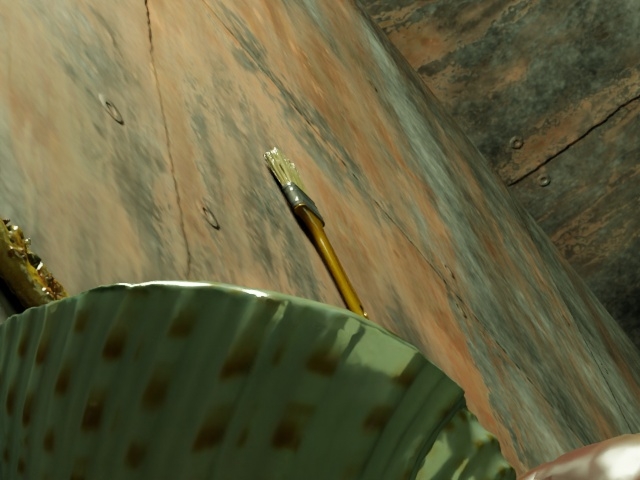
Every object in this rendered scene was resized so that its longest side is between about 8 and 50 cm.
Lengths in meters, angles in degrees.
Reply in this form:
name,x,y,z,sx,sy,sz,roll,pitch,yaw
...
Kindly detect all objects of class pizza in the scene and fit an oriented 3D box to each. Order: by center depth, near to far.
name,x,y,z,sx,sy,sz,roll,pitch,yaw
pizza,-0.123,0.015,0.761,0.083,0.016,0.037,53,5,1

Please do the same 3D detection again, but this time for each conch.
name,x,y,z,sx,sy,sz,roll,pitch,yaw
conch,-0.030,0.100,0.602,0.172,0.200,0.131,57,35,-66

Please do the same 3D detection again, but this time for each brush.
name,x,y,z,sx,sy,sz,roll,pitch,yaw
brush,0.000,0.000,1.329,0.043,0.014,0.170,41,19,-55

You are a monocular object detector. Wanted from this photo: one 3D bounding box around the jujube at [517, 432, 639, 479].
name,x,y,z,sx,sy,sz,roll,pitch,yaw
jujube,0.195,0.258,0.778,0.276,0.276,0.377,-74,140,-76
